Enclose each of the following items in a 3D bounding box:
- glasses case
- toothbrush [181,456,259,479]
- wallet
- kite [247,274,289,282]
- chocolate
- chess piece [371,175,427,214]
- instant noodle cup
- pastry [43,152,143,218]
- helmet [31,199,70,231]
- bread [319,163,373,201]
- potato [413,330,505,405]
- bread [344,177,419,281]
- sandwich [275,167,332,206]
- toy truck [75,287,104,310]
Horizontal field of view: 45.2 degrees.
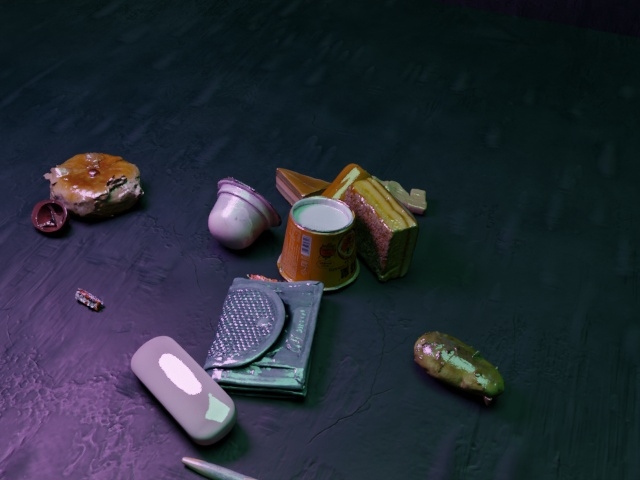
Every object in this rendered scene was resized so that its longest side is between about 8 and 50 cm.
[{"bbox_3d":[-0.291,0.312,1.623,0.113,0.075,0.297,-40,54,-18],"label":"glasses case"},{"bbox_3d":[-0.100,0.480,1.478,0.375,0.037,0.028,13,37,16],"label":"toothbrush"},{"bbox_3d":[-0.127,0.207,1.773,0.237,0.075,0.342,3,40,8],"label":"wallet"},{"bbox_3d":[-0.090,0.140,1.913,0.222,0.008,0.125,8,42,6],"label":"kite"},{"bbox_3d":[-0.225,-0.054,2.031,0.221,0.221,0.147,30,71,29],"label":"chocolate"},{"bbox_3d":[0.209,-0.129,2.214,0.200,0.090,0.090,15,40,3],"label":"chess piece"},{"bbox_3d":[0.000,0.000,1.954,0.216,0.172,0.215,3,36,-2],"label":"instant noodle cup"},{"bbox_3d":[-0.630,-0.164,2.152,0.257,0.120,0.236,-20,45,-27],"label":"pastry"},{"bbox_3d":[-0.714,-0.060,2.068,0.111,0.057,0.089,15,83,21],"label":"helmet"},{"bbox_3d":[0.047,-0.117,2.120,0.093,0.074,0.239,30,71,31],"label":"bread"},{"bbox_3d":[0.307,0.277,1.706,0.225,0.090,0.117,30,47,30],"label":"potato"},{"bbox_3d":[0.153,-0.033,2.002,0.111,0.184,0.234,-14,44,-26],"label":"bread"},{"bbox_3d":[-0.043,-0.153,2.218,0.113,0.079,0.163,-18,42,-27],"label":"sandwich"},{"bbox_3d":[-0.563,0.141,1.861,0.083,0.024,0.032,25,21,21],"label":"toy truck"}]
